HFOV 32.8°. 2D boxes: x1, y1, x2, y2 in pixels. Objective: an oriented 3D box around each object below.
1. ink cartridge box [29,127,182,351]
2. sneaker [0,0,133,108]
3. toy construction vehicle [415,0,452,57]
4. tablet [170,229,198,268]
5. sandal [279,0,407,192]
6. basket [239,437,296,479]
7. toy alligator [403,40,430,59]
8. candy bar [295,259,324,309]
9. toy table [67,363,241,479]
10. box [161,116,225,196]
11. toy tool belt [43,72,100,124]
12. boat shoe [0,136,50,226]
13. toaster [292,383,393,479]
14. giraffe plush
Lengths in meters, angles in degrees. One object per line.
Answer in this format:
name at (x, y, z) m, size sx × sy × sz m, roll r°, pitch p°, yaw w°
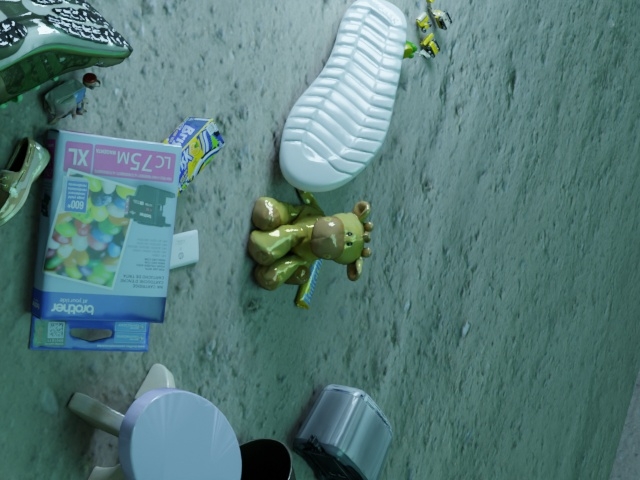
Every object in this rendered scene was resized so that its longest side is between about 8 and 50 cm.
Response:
ink cartridge box at (-0.304, 0.008, 1.538) m, size 0.185 × 0.065 × 0.311 m, roll 5°, pitch 95°, yaw -30°
sneaker at (-0.405, -0.232, 1.379) m, size 0.182 × 0.158 × 0.410 m, roll -49°, pitch 167°, yaw 26°
toy construction vehicle at (0.224, -0.436, 2.218) m, size 0.086 × 0.035 × 0.098 m, roll -53°, pitch 133°, yaw -17°
tablet at (-0.225, 0.016, 1.736) m, size 0.083 × 0.006 × 0.054 m, roll -16°, pitch 109°, yaw -50°
sandal at (0.054, -0.250, 1.963) m, size 0.416 × 0.169 × 0.102 m, roll -64°, pitch 180°, yaw -22°
basket at (-0.100, 0.491, 1.881) m, size 0.204 × 0.154 × 0.227 m, roll -51°, pitch 137°, yaw -36°
toy alligator at (0.150, -0.372, 2.117) m, size 0.051 × 0.056 × 0.189 m, roll -43°, pitch 149°, yaw 19°
candy bar at (-0.011, 0.052, 2.014) m, size 0.040 × 0.018 × 0.161 m, roll 36°, pitch 68°, yaw -50°
toy table at (-0.251, 0.308, 1.633) m, size 0.252 × 0.161 × 0.274 m, roll -54°, pitch 136°, yaw -32°
box at (-0.222, -0.118, 1.668) m, size 0.169 × 0.059 × 0.054 m, roll -52°, pitch 134°, yaw -33°
toy tool belt at (-0.345, -0.195, 1.510) m, size 0.083 × 0.052 × 0.051 m, roll -40°, pitch 158°, yaw -37°
boat shoe at (-0.411, -0.078, 1.443) m, size 0.045 × 0.050 × 0.135 m, roll 50°, pitch 50°, yaw -39°
toaster at (0.044, 0.374, 2.063) m, size 0.227 × 0.129 × 0.146 m, roll 55°, pitch 51°, yaw -40°
giraffe plush at (0.000, 0.000, 1.890) m, size 0.210 × 0.170 × 0.181 m, roll -33°, pitch 122°, yaw -45°
